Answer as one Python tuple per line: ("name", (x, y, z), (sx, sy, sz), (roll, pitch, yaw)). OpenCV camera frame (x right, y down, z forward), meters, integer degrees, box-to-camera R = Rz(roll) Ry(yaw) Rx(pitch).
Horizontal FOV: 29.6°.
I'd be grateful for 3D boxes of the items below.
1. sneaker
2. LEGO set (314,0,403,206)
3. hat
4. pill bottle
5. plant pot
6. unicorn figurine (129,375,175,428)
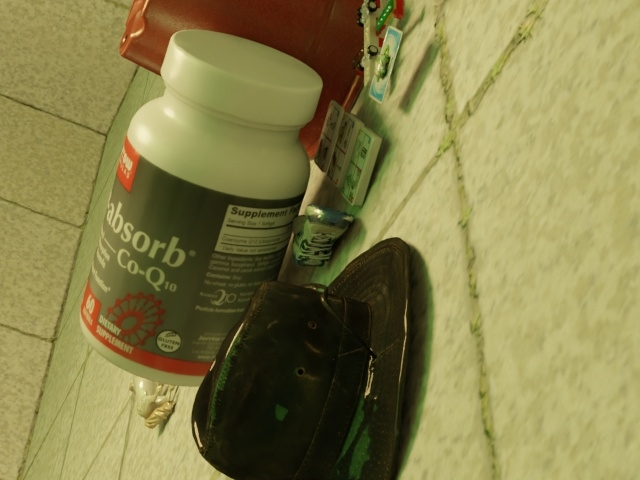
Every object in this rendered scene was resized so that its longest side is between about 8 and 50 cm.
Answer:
("sneaker", (0.000, 0.000, 1.268), (0.135, 0.052, 0.058), (138, 143, -75))
("LEGO set", (0.064, -0.172, 1.300), (0.182, 0.060, 0.244), (-127, 50, -67))
("hat", (-0.036, 0.131, 1.059), (0.331, 0.134, 0.331), (-57, 20, 34))
("pill bottle", (-0.132, -0.037, 1.363), (0.210, 0.210, 0.363), (-106, 32, -65))
("plant pot", (-0.089, -0.271, 1.486), (0.272, 0.265, 0.272), (-57, 20, 35))
("unicorn figurine", (-0.251, 0.211, 1.785), (0.111, 0.060, 0.162), (-59, 19, 31))
